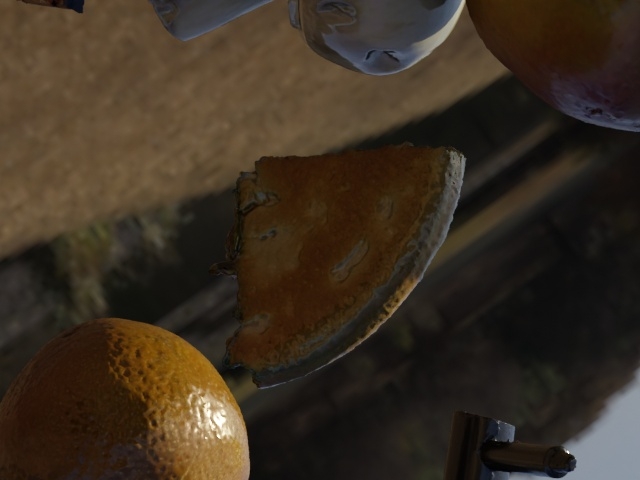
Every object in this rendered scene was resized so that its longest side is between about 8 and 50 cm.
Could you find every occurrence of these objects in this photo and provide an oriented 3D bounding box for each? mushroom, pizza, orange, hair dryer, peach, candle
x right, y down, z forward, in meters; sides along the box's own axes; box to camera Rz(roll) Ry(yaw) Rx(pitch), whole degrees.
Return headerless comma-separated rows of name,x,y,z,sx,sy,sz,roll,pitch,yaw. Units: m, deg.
mushroom,0.008,-0.339,2.057,0.353,0.353,0.325,-38,-179,28
pizza,0.000,0.000,1.780,0.289,0.229,0.081,-51,148,3
orange,-0.191,0.207,1.860,0.264,0.264,0.264,-36,176,-3
hair dryer,0.203,0.241,1.975,0.071,0.114,0.248,11,174,-22
peach,0.303,-0.291,1.871,0.290,0.372,0.372,-11,161,-37
candle,-0.229,-0.203,1.569,0.167,0.026,0.021,22,-83,65
